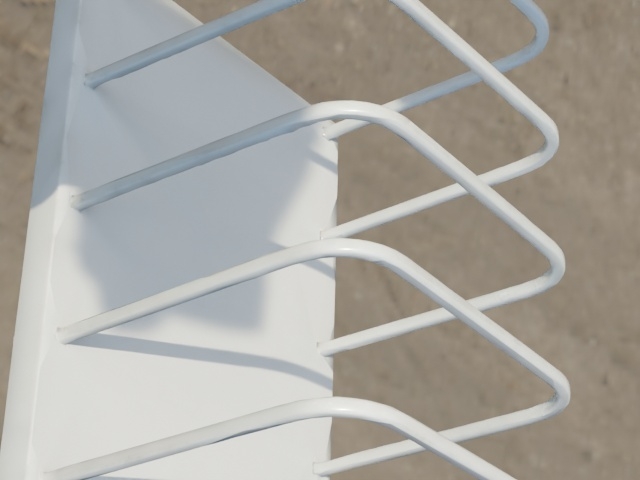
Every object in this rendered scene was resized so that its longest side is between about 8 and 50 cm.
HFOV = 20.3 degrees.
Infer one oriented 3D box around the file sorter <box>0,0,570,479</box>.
[{"bbox_3d":[0.000,0.000,0.787,0.173,0.278,0.193,-20,144,32],"label":"file sorter"}]
